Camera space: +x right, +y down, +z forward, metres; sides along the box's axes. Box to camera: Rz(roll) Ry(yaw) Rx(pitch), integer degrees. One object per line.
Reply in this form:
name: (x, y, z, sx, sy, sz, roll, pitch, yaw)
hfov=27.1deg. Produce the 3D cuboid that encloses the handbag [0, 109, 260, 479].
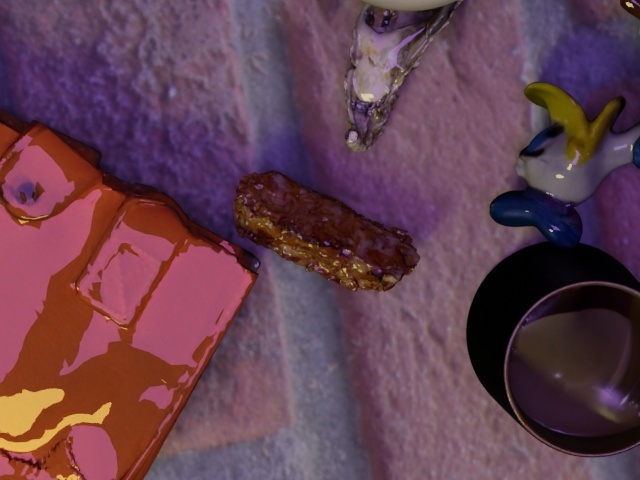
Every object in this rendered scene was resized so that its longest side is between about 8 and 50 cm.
handbag: (-0.290, 0.035, 1.141, 0.410, 0.116, 0.303, 30, 96, -2)

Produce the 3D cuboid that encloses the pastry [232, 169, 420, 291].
pastry: (0.001, -0.001, 1.150, 0.169, 0.087, 0.063, 28, 129, -1)

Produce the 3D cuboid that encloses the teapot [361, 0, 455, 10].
teapot: (0.067, -0.295, 1.065, 0.204, 0.139, 0.298, -44, 62, 16)

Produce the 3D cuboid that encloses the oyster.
oyster: (0.065, -0.179, 1.153, 0.200, 0.061, 0.106, -46, 71, 3)

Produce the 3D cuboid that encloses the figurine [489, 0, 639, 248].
figurine: (0.287, -0.093, 1.083, 0.338, 0.204, 0.283, -25, 119, 15)

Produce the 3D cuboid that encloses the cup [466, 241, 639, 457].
cup: (0.238, 0.065, 1.100, 0.239, 0.177, 0.166, -42, 92, 4)
